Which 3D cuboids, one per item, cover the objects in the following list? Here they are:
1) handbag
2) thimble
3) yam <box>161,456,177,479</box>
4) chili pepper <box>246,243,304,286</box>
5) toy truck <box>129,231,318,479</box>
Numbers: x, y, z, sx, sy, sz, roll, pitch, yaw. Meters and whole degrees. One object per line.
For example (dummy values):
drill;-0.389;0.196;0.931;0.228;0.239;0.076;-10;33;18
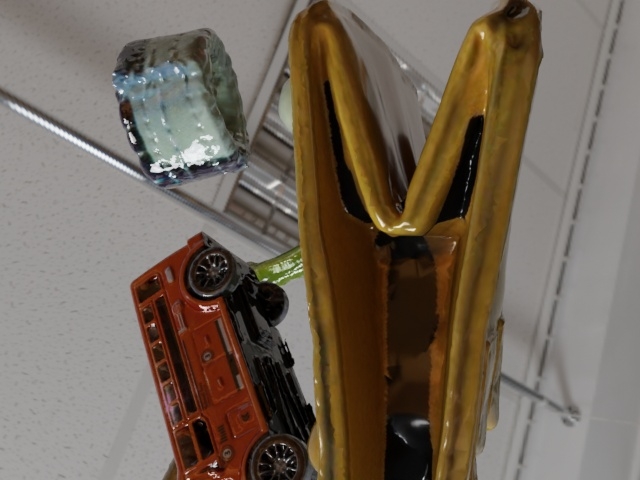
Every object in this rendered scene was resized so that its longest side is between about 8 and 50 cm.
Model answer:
handbag;0.074;0.020;0.496;0.401;0.133;0.283;-9;-82;-76
thimble;-0.199;-0.198;1.081;0.150;0.237;0.237;-13;-85;6
yam;-0.181;0.331;0.709;0.327;0.045;0.045;-64;-23;-11
chili pepper;0.000;0.000;0.795;0.052;0.202;0.050;38;-154;-39
toy truck;-0.068;0.125;0.600;0.107;0.114;0.252;45;-161;-58
